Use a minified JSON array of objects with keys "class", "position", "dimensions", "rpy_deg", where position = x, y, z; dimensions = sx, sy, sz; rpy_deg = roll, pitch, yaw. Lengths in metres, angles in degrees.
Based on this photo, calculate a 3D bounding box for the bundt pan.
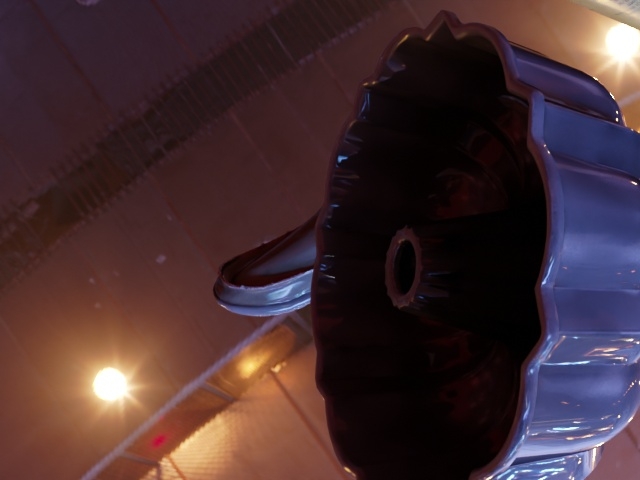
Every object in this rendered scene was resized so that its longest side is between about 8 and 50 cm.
[{"class":"bundt pan","position":[0.108,0.022,0.641],"dimensions":[0.124,0.331,0.330],"rpy_deg":[5,-114,-22]}]

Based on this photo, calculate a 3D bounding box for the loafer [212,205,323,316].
[{"class":"loafer","position":[0.000,0.000,1.012],"dimensions":[0.251,0.087,0.094],"rpy_deg":[-21,-145,-5]}]

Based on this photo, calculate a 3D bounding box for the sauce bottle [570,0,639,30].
[{"class":"sauce bottle","position":[0.318,-0.193,0.748],"dimensions":[0.111,0.345,0.111],"rpy_deg":[-43,-141,48]}]
